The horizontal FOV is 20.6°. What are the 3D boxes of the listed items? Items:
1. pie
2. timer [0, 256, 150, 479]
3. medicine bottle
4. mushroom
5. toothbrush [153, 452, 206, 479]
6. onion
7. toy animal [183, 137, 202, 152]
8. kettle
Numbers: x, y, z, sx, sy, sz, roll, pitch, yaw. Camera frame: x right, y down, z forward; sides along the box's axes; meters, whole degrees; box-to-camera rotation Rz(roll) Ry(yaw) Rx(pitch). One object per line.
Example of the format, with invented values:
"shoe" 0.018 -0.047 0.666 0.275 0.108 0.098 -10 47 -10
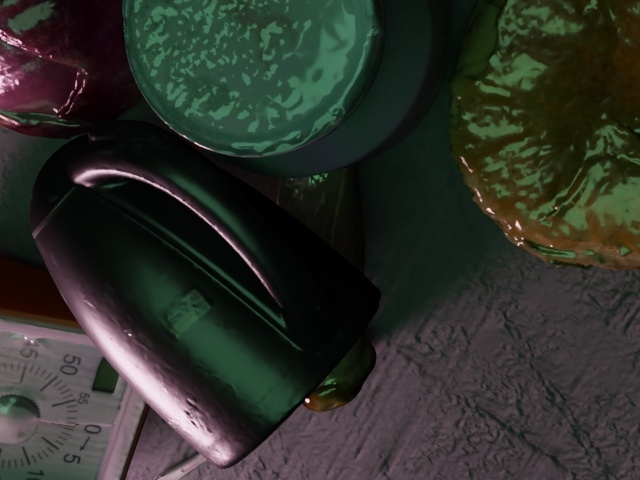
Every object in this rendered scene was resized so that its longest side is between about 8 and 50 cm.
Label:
"pie" 0.265 -0.121 1.522 0.339 0.083 0.340 6 114 15
"timer" -0.300 0.159 1.759 0.250 0.161 0.257 19 117 -4
"medicine bottle" -0.029 -0.171 1.429 0.245 0.290 0.245 1 95 12
"mushroom" -0.001 0.002 1.632 0.087 0.107 0.333 3 114 15
"toothbrush" -0.097 0.207 1.798 0.204 0.022 0.017 -33 97 26
"onion" -0.277 -0.198 1.619 0.250 0.111 0.247 -16 107 19
"toy animal" -0.129 0.013 1.679 0.116 0.114 0.255 -7 126 42
"kettle" -0.106 0.015 1.471 0.290 0.207 0.268 44 151 -5
